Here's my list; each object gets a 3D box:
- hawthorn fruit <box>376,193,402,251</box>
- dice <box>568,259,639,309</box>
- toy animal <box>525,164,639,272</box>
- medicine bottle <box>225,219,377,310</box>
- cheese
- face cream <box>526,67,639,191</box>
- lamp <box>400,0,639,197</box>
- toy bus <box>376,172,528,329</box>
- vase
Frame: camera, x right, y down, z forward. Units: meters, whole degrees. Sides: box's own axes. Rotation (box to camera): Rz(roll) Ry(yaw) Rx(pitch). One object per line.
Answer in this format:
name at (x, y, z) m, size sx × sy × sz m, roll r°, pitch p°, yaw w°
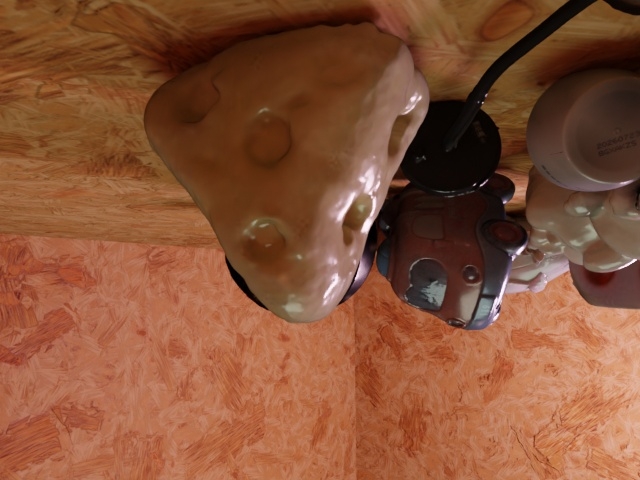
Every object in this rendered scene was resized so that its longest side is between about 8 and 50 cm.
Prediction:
hawthorn fruit at (0.187, -0.034, 1.093) m, size 0.235 × 0.181 × 0.181 m, roll 20°, pitch 163°, yaw -36°
dice at (0.653, 0.003, 0.951) m, size 0.242 × 0.260 × 0.251 m, roll 5°, pitch 174°, yaw -28°
toy animal at (0.390, -0.059, 0.649) m, size 0.289 × 0.174 × 0.249 m, roll 31°, pitch 168°, yaw 50°
medicine bottle at (-0.006, -0.017, 0.896) m, size 0.242 × 0.243 × 0.395 m, roll -1°, pitch -173°, yaw 11°
cheese at (-0.054, -0.063, 0.463) m, size 0.247 × 0.252 × 0.173 m, roll 14°, pitch -179°, yaw 25°
face cream at (0.261, -0.104, 0.471) m, size 0.117 × 0.117 × 0.104 m, roll -1°, pitch -168°, yaw 8°
lamp at (0.169, -0.144, 0.406) m, size 0.108 × 0.130 × 0.371 m, roll -23°, pitch 167°, yaw -15°
toy bus at (0.217, 0.007, 0.888) m, size 0.231 × 0.294 × 0.197 m, roll 7°, pitch 133°, yaw 6°
vase at (0.607, 0.026, 1.391) m, size 0.249 × 0.250 × 0.445 m, roll 2°, pitch 170°, yaw -25°
